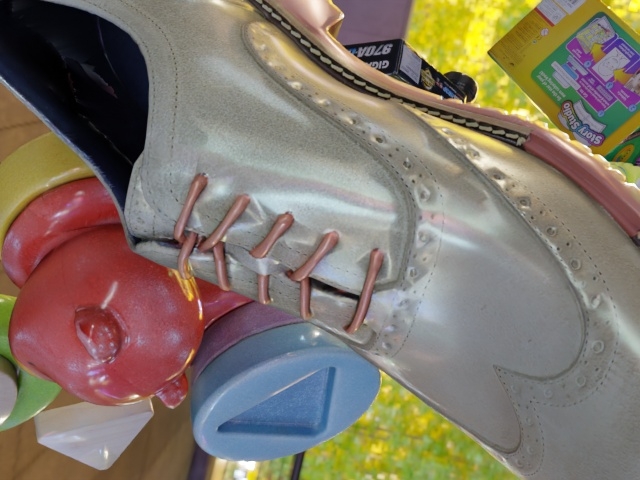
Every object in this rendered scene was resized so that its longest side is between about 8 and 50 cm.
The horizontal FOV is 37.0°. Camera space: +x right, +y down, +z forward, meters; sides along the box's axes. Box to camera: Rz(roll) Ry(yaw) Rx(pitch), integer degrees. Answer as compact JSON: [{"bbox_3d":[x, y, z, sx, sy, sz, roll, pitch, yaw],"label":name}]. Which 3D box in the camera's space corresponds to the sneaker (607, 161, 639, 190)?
[{"bbox_3d":[0.379,-0.070,1.246,0.240,0.126,0.091,12,105,-45],"label":"sneaker"}]

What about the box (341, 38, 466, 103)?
[{"bbox_3d":[0.058,-0.201,1.281,0.175,0.220,0.051,27,69,-51],"label":"box"}]

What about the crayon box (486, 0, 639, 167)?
[{"bbox_3d":[0.382,-0.228,1.349,0.165,0.278,0.081,-42,142,14],"label":"crayon box"}]

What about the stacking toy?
[{"bbox_3d":[-0.121,0.101,0.605,0.309,0.279,0.130,34,27,-49],"label":"stacking toy"}]

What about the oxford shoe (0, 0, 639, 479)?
[{"bbox_3d":[0.000,0.000,0.400,0.147,0.397,0.140,-24,142,-41],"label":"oxford shoe"}]

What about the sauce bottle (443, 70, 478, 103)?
[{"bbox_3d":[0.177,-0.132,1.581,0.111,0.111,0.344,91,19,-63],"label":"sauce bottle"}]
